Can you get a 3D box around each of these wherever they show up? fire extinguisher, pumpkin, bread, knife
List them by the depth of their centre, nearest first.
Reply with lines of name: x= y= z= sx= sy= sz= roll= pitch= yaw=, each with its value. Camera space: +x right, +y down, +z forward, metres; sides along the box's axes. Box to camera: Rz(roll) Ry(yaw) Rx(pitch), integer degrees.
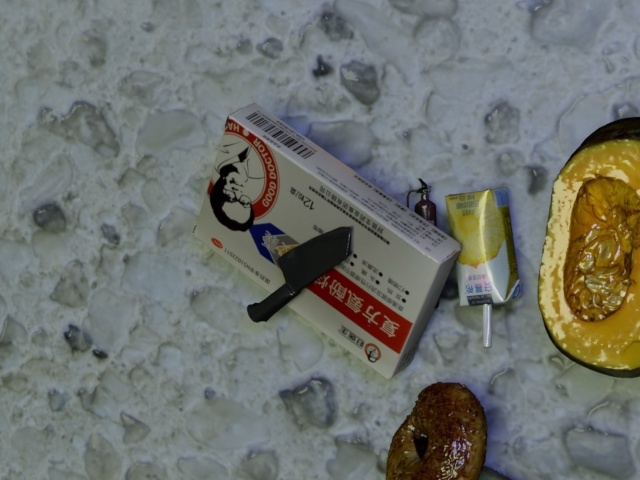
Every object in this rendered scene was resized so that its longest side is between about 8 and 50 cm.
pumpkin: x=0.389 y=0.011 z=1.835 sx=0.222 sy=0.139 sz=0.317 roll=14 pitch=97 yaw=27
bread: x=0.144 y=0.273 z=1.966 sx=0.193 sy=0.064 sz=0.193 roll=-40 pitch=39 yaw=43
knife: x=-0.028 y=0.038 z=2.008 sx=0.230 sy=0.028 sz=0.060 roll=-37 pitch=75 yaw=42
fire extinguisher: x=0.133 y=0.004 z=2.014 sx=0.049 sy=0.035 sz=0.173 roll=6 pitch=98 yaw=64

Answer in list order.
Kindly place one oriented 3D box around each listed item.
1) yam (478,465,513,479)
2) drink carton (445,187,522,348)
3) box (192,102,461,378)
yam: x=0.225 y=0.331 z=1.973 sx=0.146 sy=0.070 sz=0.069 roll=24 pitch=104 yaw=22
drink carton: x=0.213 y=0.035 z=1.951 sx=0.084 sy=0.074 sz=0.200 roll=-7 pitch=92 yaw=27
box: x=0.000 y=0.000 z=2.019 sx=0.353 sy=0.069 sz=0.214 roll=36 pitch=130 yaw=21
